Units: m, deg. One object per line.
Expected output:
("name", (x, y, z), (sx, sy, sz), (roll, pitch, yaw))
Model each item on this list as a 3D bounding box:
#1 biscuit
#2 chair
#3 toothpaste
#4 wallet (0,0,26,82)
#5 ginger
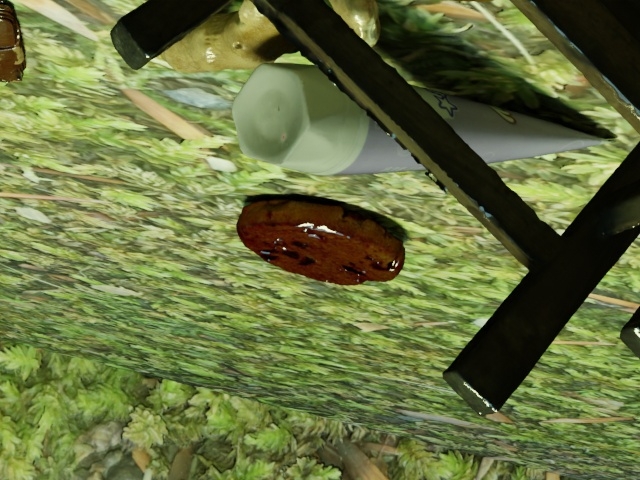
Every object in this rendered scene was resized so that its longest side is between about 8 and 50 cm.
("biscuit", (0.000, 0.000, 1.932), (0.192, 0.049, 0.192), (11, 159, 4))
("chair", (0.151, -0.160, 0.775), (0.240, 0.416, 0.203), (45, 159, -5))
("toothpaste", (0.082, -0.081, 1.402), (0.125, 0.080, 0.371), (-3, 176, 40))
("wallet", (-0.299, -0.170, 1.533), (0.095, 0.026, 0.176), (10, 167, -5))
("ginger", (-0.038, -0.156, 1.307), (0.089, 0.075, 0.288), (5, 173, -33))
